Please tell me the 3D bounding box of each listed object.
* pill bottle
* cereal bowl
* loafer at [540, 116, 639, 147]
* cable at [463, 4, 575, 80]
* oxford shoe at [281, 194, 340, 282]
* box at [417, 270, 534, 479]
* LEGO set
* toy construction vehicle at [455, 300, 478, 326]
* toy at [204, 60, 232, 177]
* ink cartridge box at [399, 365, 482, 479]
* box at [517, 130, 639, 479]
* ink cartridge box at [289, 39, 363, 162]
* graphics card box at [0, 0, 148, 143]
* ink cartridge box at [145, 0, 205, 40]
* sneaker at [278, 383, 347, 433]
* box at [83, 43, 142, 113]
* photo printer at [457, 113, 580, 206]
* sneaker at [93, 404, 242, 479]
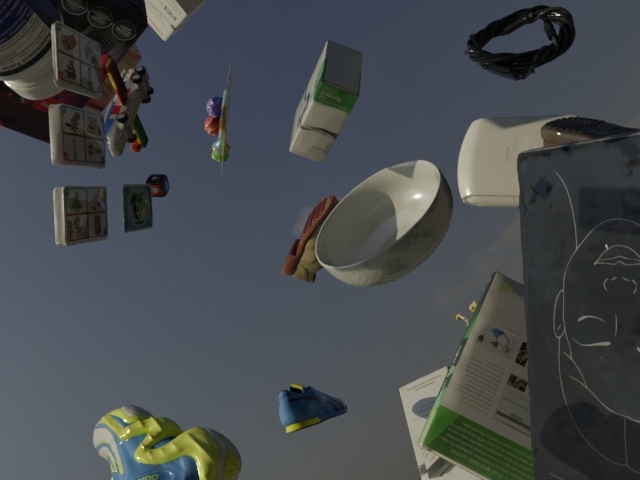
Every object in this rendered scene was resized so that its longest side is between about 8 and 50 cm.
[{"bbox_3d":[-0.461,-0.321,0.811,0.153,0.153,0.264,-36,-22,-4],"label":"pill bottle"},{"bbox_3d":[0.160,-0.021,1.334,0.339,0.339,0.141,-40,-63,3],"label":"cereal bowl"},{"bbox_3d":[0.576,-0.136,1.073,0.134,0.366,0.130,-20,-60,-23],"label":"loafer"},{"bbox_3d":[0.328,-0.342,0.977,0.150,0.184,0.047,-47,-50,-2],"label":"cable"},{"bbox_3d":[0.000,0.000,1.780,0.348,0.130,0.123,-57,9,44],"label":"oxford shoe"},{"bbox_3d":[0.329,0.241,0.951,0.322,0.232,0.058,-61,-11,-17],"label":"box"},{"bbox_3d":[-0.216,-0.096,0.585,0.060,0.182,0.244,0,6,6],"label":"LEGO set"},{"bbox_3d":[0.401,0.193,1.454,0.086,0.098,0.035,-43,-44,-9],"label":"toy construction vehicle"},{"bbox_3d":[-0.233,-0.272,1.319,0.056,0.137,0.237,3,-35,-7],"label":"toy"},{"bbox_3d":[0.297,0.440,1.159,0.129,0.307,0.223,-32,-45,24],"label":"ink cartridge box"},{"bbox_3d":[0.491,0.111,0.614,0.297,0.471,0.480,-4,3,-25],"label":"box"},{"bbox_3d":[0.014,-0.409,1.744,0.122,0.211,0.289,17,-40,-13],"label":"ink cartridge box"},{"bbox_3d":[-0.520,-0.353,1.076,0.371,0.094,0.233,-37,-38,28],"label":"graphics card box"},{"bbox_3d":[-0.422,-0.664,1.600,0.086,0.148,0.203,-50,22,-24],"label":"ink cartridge box"},{"bbox_3d":[-0.012,0.297,1.072,0.069,0.082,0.209,-27,-18,20],"label":"sneaker"},{"bbox_3d":[-0.591,-0.441,1.478,0.232,0.127,0.149,-48,-42,15],"label":"box"},{"bbox_3d":[0.528,-0.212,1.570,0.107,0.308,0.256,36,-118,-59],"label":"photo printer"},{"bbox_3d":[-0.199,0.252,0.620,0.240,0.091,0.126,-12,28,41],"label":"sneaker"}]
